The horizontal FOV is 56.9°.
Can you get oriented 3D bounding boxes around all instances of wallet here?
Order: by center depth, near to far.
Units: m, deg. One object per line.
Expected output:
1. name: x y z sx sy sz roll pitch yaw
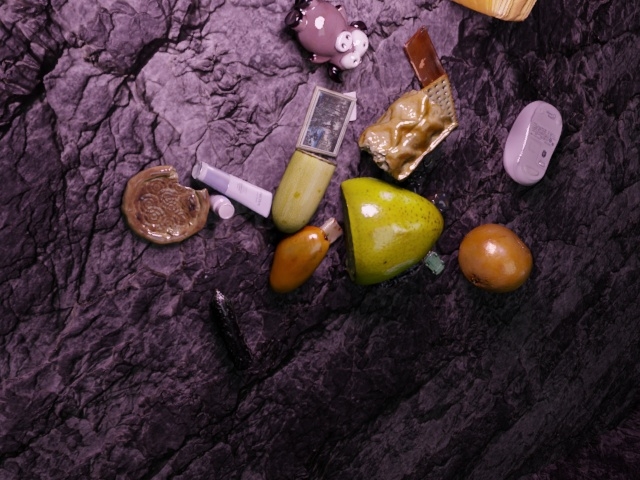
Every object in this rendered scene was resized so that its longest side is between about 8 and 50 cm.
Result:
1. wallet: 0.084 -0.389 1.713 0.044 0.011 0.083 -18 122 -24
2. wallet: 0.311 -0.543 1.770 0.095 0.026 0.176 -46 133 -5

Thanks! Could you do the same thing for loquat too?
1. loquat: 0.631 0.063 2.133 0.263 0.263 0.262 -14 120 -26

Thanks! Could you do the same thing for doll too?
1. doll: 0.027 -0.534 1.537 0.257 0.117 0.181 29 90 -36

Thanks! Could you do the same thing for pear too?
1. pear: 0.227 -0.022 1.824 0.318 0.238 0.342 -10 120 -7

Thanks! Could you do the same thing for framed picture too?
1. framed picture: 0.018 -0.336 1.689 0.142 0.011 0.183 10 110 -32

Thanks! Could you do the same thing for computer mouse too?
1. computer mouse: 0.739 -0.340 2.089 0.184 0.121 0.296 16 89 -26

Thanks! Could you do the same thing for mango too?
1. mango: -0.076 0.055 1.764 0.139 0.113 0.253 37 113 -2

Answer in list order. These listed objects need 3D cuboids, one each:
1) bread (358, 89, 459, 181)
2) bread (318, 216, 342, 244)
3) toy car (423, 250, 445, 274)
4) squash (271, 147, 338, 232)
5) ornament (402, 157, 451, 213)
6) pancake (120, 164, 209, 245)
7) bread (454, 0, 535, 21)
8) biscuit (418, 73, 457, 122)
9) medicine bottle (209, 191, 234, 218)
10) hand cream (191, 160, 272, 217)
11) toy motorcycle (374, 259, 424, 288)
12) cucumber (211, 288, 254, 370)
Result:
1. bread: 0.255 -0.309 1.738 0.239 0.196 0.252 34 102 -36
2. bread: 0.000 0.000 1.845 0.154 0.028 0.068 -42 130 -6
3. toy car: 0.412 0.081 2.143 0.059 0.035 0.122 -50 138 -2
4. squash: -0.058 -0.130 1.675 0.133 0.132 0.246 15 104 -37
5. ornament: 0.347 -0.183 1.940 0.202 0.080 0.236 -21 123 -18
6. pancake: -0.402 -0.087 1.536 0.235 0.029 0.211 27 102 -33
7. bread: 0.460 -0.694 1.631 0.153 0.288 0.119 -8 127 -29
8. biscuit: 0.367 -0.411 1.868 0.144 0.016 0.203 -33 132 -13
9. medicine bottle: -0.269 -0.094 1.585 0.052 0.089 0.052 -14 120 -26
10. hand cream: -0.233 -0.140 1.611 0.255 0.048 0.079 25 67 -37
11. toy motorcycle: 0.271 0.107 1.996 0.118 0.212 0.084 -22 80 -38
12. cucumber: -0.272 0.272 1.783 0.072 0.072 0.300 -28 124 -18
